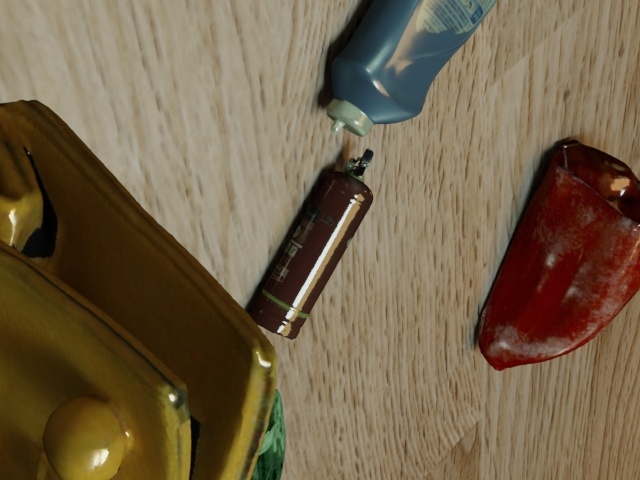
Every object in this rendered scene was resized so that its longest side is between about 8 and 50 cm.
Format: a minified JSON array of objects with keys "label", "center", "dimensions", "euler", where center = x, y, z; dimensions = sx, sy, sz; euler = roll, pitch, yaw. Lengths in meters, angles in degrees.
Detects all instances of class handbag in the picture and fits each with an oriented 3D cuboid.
[{"label":"handbag","center":[-0.163,0.155,0.662],"dimensions":[0.133,0.283,0.401],"euler":[-15,131,-46]}]

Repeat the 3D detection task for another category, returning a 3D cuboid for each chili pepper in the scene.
[{"label":"chili pepper","center":[0.255,0.039,1.327],"dimensions":[0.136,0.144,0.253],"euler":[-85,-161,-68]}]

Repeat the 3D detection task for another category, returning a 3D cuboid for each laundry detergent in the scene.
[{"label":"laundry detergent","center":[0.071,-0.158,0.951],"dimensions":[0.206,0.061,0.096],"euler":[-56,152,-5]}]

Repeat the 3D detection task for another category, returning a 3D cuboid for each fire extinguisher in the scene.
[{"label":"fire extinguisher","center":[0.000,0.000,1.006],"dimensions":[0.158,0.043,0.064],"euler":[-60,180,3]}]

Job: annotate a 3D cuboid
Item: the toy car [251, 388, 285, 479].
[{"label":"toy car","center":[-0.120,0.226,0.951],"dimensions":[0.306,0.125,0.136],"euler":[-60,154,-47]}]
